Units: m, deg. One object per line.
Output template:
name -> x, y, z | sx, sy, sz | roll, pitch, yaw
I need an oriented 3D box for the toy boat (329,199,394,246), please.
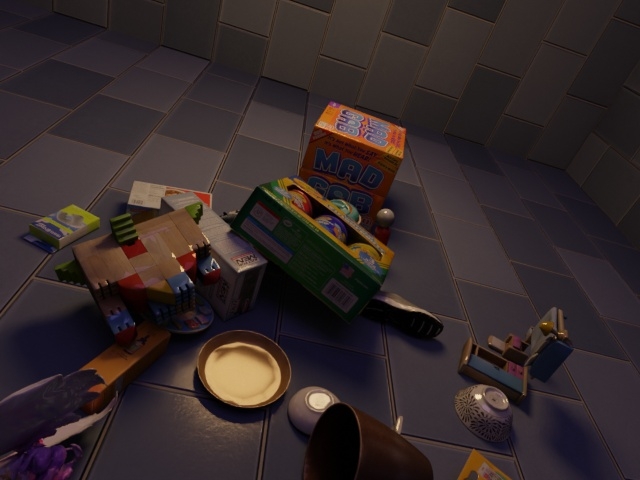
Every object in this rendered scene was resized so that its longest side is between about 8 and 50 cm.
toy boat -> 0.114, -0.078, 1.733 | 0.318, 0.148, 0.267 | 16, 28, 16

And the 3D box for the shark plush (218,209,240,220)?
shark plush -> -0.294, -0.079, 1.682 | 0.161, 0.073, 0.067 | 7, 65, -27

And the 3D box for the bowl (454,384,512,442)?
bowl -> 0.467, 0.458, 1.291 | 0.170, 0.080, 0.170 | 14, 35, -10

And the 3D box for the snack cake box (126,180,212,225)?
snack cake box -> -0.504, -0.107, 1.574 | 0.264, 0.089, 0.152 | 9, 33, -18

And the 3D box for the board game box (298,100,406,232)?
board game box -> 0.123, -0.316, 1.967 | 0.356, 0.356, 0.356 | 20, 33, 0

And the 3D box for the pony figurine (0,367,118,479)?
pony figurine -> -0.498, 0.379, 0.748 | 0.350, 0.303, 0.363 | -15, 62, -24

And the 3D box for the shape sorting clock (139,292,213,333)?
shape sorting clock -> -0.385, 0.178, 1.246 | 0.206, 0.040, 0.206 | 24, 23, -11

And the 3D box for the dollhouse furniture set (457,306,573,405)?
dollhouse furniture set -> 0.591, 0.279, 1.411 | 0.198, 0.303, 0.286 | 28, 34, 10

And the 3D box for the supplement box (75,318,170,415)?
supplement box -> -0.450, 0.280, 1.060 | 0.078, 0.080, 0.233 | 29, 36, 12

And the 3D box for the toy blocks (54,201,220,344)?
toy blocks -> -0.401, 0.081, 1.138 | 0.381, 0.191, 0.261 | -25, 59, -31

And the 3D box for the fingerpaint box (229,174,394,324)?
fingerpaint box -> 0.000, 0.000, 1.454 | 0.444, 0.163, 0.371 | 39, 18, 4

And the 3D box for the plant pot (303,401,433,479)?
plant pot -> 0.116, 0.480, 0.985 | 0.230, 0.215, 0.215 | 24, 30, -21

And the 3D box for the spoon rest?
spoon rest -> 0.055, 0.433, 1.127 | 0.276, 0.084, 0.137 | 13, 30, 13

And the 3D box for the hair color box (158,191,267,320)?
hair color box -> -0.332, 0.037, 1.371 | 0.374, 0.185, 0.113 | 40, 37, 27

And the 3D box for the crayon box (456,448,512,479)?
crayon box -> 0.417, 0.641, 1.000 | 0.323, 0.083, 0.203 | 36, 36, 21

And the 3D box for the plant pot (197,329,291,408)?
plant pot -> -0.191, 0.325, 1.174 | 0.236, 0.032, 0.236 | 13, 33, -9

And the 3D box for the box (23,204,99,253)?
box -> -0.761, -0.038, 1.381 | 0.109, 0.042, 0.178 | 26, 33, 9

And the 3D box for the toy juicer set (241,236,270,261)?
toy juicer set -> -0.121, -0.007, 1.635 | 0.329, 0.090, 0.209 | -9, 43, -38

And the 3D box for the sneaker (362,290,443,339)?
sneaker -> 0.268, 0.227, 1.504 | 0.271, 0.100, 0.108 | 23, 28, 4
